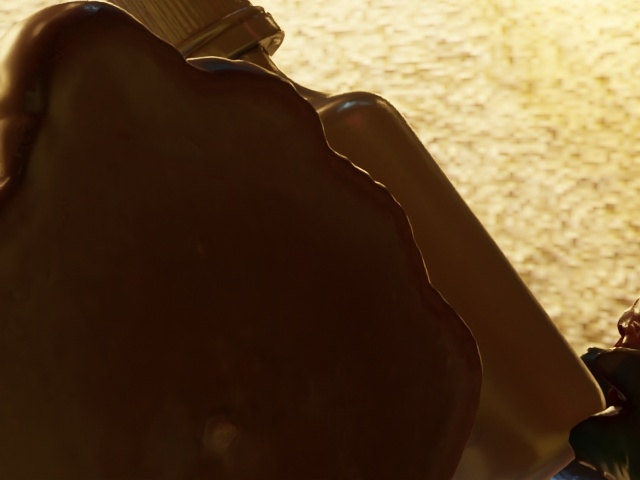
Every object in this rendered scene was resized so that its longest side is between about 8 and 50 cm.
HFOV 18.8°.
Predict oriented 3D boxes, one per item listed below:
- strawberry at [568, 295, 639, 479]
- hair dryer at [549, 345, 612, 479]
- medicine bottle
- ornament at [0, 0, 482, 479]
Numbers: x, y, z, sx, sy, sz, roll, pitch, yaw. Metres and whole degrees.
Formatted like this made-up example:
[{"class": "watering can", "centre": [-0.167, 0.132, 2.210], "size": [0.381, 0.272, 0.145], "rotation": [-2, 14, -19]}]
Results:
[{"class": "strawberry", "centre": [0.182, 0.057, 0.547], "size": [0.236, 0.111, 0.190], "rotation": [29, -61, -29]}, {"class": "hair dryer", "centre": [0.238, 0.244, 1.225], "size": [0.302, 0.244, 0.116], "rotation": [-70, -21, -3]}, {"class": "medicine bottle", "centre": [0.000, 0.000, 0.767], "size": [0.114, 0.114, 0.252], "rotation": [-34, -94, -28]}, {"class": "ornament", "centre": [-0.102, 0.052, 0.585], "size": [0.221, 0.218, 0.235], "rotation": [-19, -78, -47]}]
